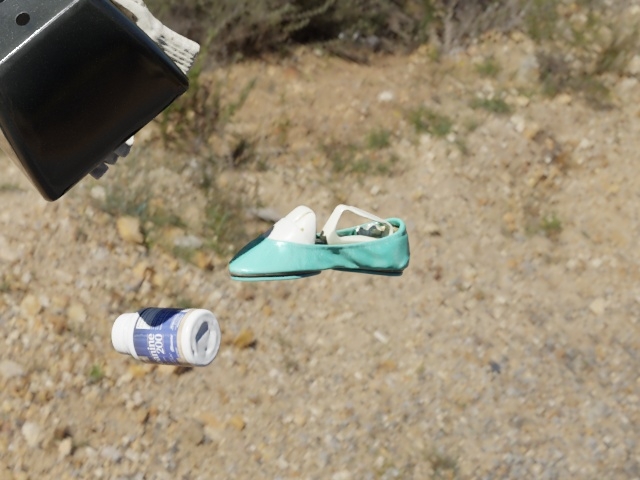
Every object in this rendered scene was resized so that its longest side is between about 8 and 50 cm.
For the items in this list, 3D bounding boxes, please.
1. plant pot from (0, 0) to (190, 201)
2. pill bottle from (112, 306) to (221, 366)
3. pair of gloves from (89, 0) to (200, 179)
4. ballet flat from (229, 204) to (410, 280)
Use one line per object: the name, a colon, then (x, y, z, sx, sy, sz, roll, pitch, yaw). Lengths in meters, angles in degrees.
plant pot: (-0.271, -0.188, 1.145, 0.188, 0.167, 0.187, -41, 63, -8)
pill bottle: (-0.181, 0.111, 1.371, 0.067, 0.120, 0.067, 0, 90, -58)
pair of gloves: (-0.287, -0.197, 1.472, 0.204, 0.240, 0.042, 35, 9, -33)
ballet flat: (0.000, 0.000, 1.407, 0.247, 0.087, 0.083, -2, 12, -31)
